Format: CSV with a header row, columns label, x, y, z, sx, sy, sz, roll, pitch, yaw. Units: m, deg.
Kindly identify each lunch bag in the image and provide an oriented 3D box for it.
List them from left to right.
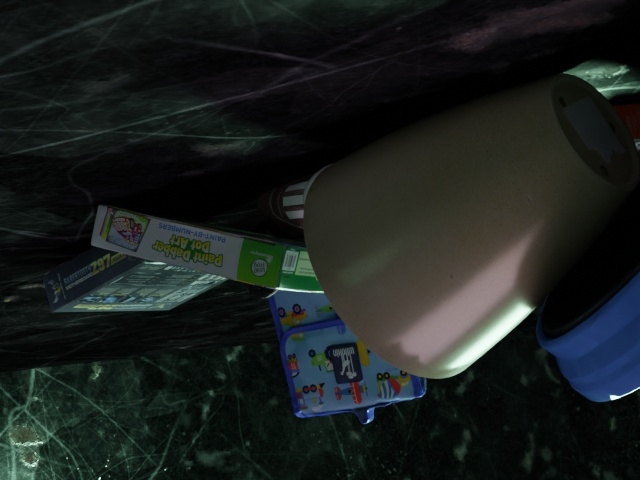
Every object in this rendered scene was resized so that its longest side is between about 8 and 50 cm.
label,x,y,z,sx,sy,sz,roll,pitch,yaw
lunch bag,0.046,0.144,1.949,0.221,0.293,0.138,-13,171,22

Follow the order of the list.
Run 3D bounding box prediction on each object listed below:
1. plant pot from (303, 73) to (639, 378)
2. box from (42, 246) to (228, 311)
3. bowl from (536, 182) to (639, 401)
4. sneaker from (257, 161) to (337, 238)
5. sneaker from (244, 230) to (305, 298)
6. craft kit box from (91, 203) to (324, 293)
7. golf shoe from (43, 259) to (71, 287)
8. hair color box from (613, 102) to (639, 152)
label,x,y,z,sx,sy,sz,roll,pitch,yaw
plant pot,0.166,-0.038,1.207,0.256,0.257,0.274,0,152,-46
box,-0.232,0.041,1.683,0.183,0.059,0.232,-28,162,33
bowl,0.339,-0.028,1.133,0.391,0.077,0.391,-53,180,0
sneaker,0.037,-0.043,1.452,0.162,0.106,0.281,-3,171,40
sneaker,0.000,0.000,1.703,0.124,0.107,0.283,-21,-177,-34
craft kit box,-0.100,0.013,1.458,0.246,0.061,0.250,15,-178,25
golf shoe,-0.333,0.065,1.780,0.086,0.068,0.186,-14,170,36
hair color box,0.379,-0.128,1.378,0.141,0.043,0.072,-8,170,-16
